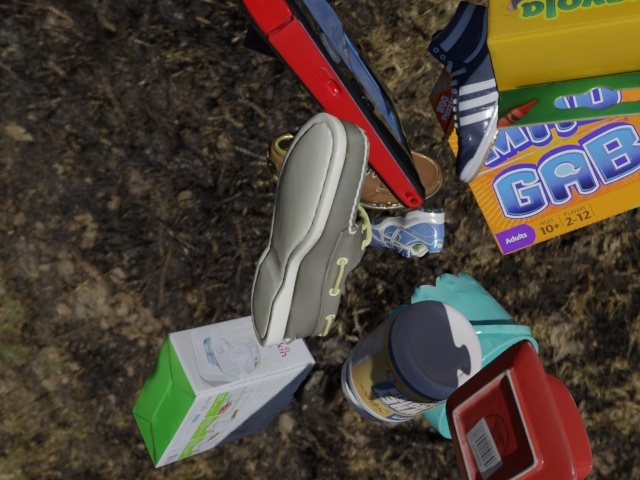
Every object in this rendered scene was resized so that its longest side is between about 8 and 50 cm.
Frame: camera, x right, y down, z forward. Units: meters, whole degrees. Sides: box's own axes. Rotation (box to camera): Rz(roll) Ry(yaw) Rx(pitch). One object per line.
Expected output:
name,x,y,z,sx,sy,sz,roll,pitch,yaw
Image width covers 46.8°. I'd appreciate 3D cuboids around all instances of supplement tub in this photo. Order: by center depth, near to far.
supplement tub,0.129,0.187,1.102,0.144,0.144,0.200,42,143,-2

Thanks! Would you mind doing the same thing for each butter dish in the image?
butter dish,0.223,0.208,0.773,0.118,0.160,0.160,11,138,-27

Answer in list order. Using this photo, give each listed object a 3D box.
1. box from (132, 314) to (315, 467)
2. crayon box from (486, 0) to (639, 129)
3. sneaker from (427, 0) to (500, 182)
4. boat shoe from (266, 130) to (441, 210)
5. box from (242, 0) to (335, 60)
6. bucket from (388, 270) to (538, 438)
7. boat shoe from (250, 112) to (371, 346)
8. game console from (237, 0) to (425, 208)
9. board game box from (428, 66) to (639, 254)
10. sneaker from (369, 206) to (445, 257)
box,-0.170,0.256,1.281,0.127,0.231,0.262,58,139,26
crayon box,0.275,-0.266,0.742,0.202,0.318,0.081,-4,149,20
sneaker,0.230,-0.240,1.182,0.153,0.099,0.282,21,118,7
boat shoe,0.063,-0.120,1.237,0.307,0.104,0.111,3,75,-7
box,-0.068,-0.528,1.710,0.167,0.168,0.203,17,112,-9
bucket,0.252,0.213,1.367,0.183,0.281,0.281,44,128,37
boat shoe,-0.001,-0.003,0.793,0.091,0.109,0.305,0,133,-22
game console,0.019,-0.251,0.973,0.060,0.386,0.342,-35,117,18
board game box,0.473,-0.249,1.516,0.356,0.356,0.356,-23,106,23
sneaker,0.149,-0.006,1.368,0.211,0.080,0.081,-16,80,59
